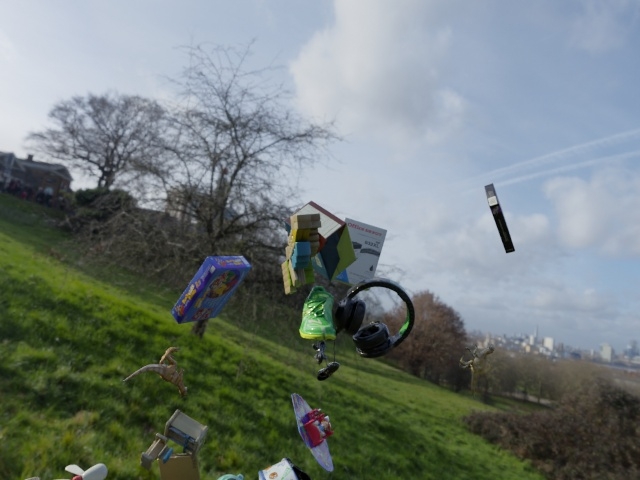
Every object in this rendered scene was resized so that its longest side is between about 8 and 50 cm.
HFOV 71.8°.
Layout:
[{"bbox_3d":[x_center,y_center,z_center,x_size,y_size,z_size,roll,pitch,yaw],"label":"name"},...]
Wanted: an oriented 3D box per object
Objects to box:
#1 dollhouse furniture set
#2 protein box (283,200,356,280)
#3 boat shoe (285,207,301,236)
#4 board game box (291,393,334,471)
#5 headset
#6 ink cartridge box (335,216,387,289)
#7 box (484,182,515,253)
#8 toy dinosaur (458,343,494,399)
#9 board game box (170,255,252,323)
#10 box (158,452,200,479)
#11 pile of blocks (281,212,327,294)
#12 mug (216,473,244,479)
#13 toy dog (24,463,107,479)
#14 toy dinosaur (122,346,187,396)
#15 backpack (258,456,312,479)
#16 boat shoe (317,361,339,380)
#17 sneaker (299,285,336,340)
[{"bbox_3d":[-0.489,0.702,1.481,0.129,0.129,0.184,26,35,8],"label":"dollhouse furniture set"},{"bbox_3d":[0.000,0.000,1.602,0.201,0.136,0.200,36,-24,40],"label":"protein box"},{"bbox_3d":[-0.113,-0.064,1.964,0.092,0.103,0.285,25,-20,8],"label":"boat shoe"},{"bbox_3d":[-0.005,0.384,0.911,0.133,0.033,0.169,56,2,-26],"label":"board game box"},{"bbox_3d":[0.135,0.289,1.515,0.243,0.394,0.185,48,9,-7],"label":"headset"},{"bbox_3d":[0.176,0.068,2.168,0.223,0.307,0.129,18,-9,3],"label":"ink cartridge box"},{"bbox_3d":[0.488,-0.060,1.206,0.029,0.116,0.162,-20,-62,24],"label":"box"},{"bbox_3d":[0.485,0.396,1.387,0.092,0.183,0.053,23,-12,23],"label":"toy dinosaur"},{"bbox_3d":[-0.501,0.225,2.036,0.078,0.347,0.233,46,21,23],"label":"board game box"},{"bbox_3d":[-0.617,1.016,1.938,0.164,0.201,0.021,-2,24,-10],"label":"box"},{"bbox_3d":[-0.040,0.051,1.381,0.112,0.149,0.362,-6,-36,-16],"label":"pile of blocks"},{"bbox_3d":[-0.344,0.933,1.646,0.129,0.097,0.158,22,26,-20],"label":"mug"},{"bbox_3d":[-1.105,1.075,1.890,0.333,0.220,0.161,9,-39,-20],"label":"toy dog"},{"bbox_3d":[-0.385,0.325,1.102,0.064,0.112,0.211,-24,-43,12],"label":"toy dinosaur"},{"bbox_3d":[-0.107,0.819,1.348,0.213,0.263,0.276,-12,-17,-22],"label":"backpack"},{"bbox_3d":[0.035,0.568,1.912,0.049,0.042,0.133,39,-56,-14],"label":"boat shoe"},{"bbox_3d":[-0.011,0.226,1.394,0.109,0.123,0.295,3,14,-7],"label":"sneaker"}]
